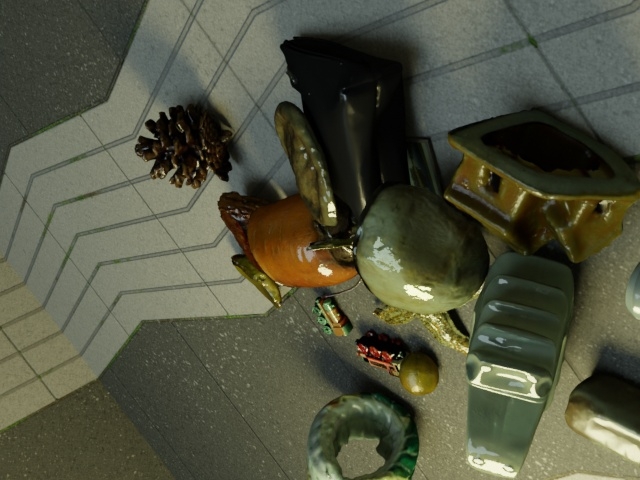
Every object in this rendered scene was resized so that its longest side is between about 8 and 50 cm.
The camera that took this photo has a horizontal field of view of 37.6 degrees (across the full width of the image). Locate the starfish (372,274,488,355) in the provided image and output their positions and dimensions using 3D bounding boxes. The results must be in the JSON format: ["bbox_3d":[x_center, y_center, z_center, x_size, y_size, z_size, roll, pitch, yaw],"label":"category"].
[{"bbox_3d":[0.191,0.090,1.848,0.347,0.078,0.357,25,139,36],"label":"starfish"}]

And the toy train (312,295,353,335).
[{"bbox_3d":[0.025,0.172,2.139,0.064,0.044,0.103,-6,120,48],"label":"toy train"}]

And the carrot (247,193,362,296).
[{"bbox_3d":[0.000,0.000,1.855,0.193,0.214,0.331,16,160,-37],"label":"carrot"}]

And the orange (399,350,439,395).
[{"bbox_3d":[0.209,0.283,2.001,0.085,0.085,0.095,4,111,47],"label":"orange"}]

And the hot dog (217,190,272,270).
[{"bbox_3d":[-0.143,-0.025,2.078,0.160,0.099,0.227,25,150,32],"label":"hot dog"}]

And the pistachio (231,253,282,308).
[{"bbox_3d":[-0.143,0.087,2.242,0.173,0.049,0.089,44,169,6],"label":"pistachio"}]

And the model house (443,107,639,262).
[{"bbox_3d":[0.327,-0.056,1.451,0.268,0.173,0.239,37,144,23],"label":"model house"}]

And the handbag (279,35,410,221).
[{"bbox_3d":[0.036,-0.207,1.674,0.288,0.152,0.342,39,148,42],"label":"handbag"}]

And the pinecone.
[{"bbox_3d":[-0.299,-0.201,2.036,0.212,0.169,0.185,-1,108,34],"label":"pinecone"}]

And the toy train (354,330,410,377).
[{"bbox_3d":[0.138,0.253,2.082,0.138,0.050,0.087,11,134,43],"label":"toy train"}]

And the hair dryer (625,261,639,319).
[{"bbox_3d":[0.542,-0.022,1.334,0.173,0.107,0.357,18,126,37],"label":"hair dryer"}]

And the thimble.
[{"bbox_3d":[0.095,0.496,2.156,0.254,0.288,0.167,6,137,5],"label":"thimble"}]

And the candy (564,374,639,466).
[{"bbox_3d":[0.546,0.321,1.630,0.234,0.104,0.102,29,140,28],"label":"candy"}]

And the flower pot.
[{"bbox_3d":[0.333,0.217,1.624,0.165,0.254,0.367,11,136,14],"label":"flower pot"}]

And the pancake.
[{"bbox_3d":[-0.029,-0.134,1.675,0.222,0.042,0.236,-129,21,-58],"label":"pancake"}]

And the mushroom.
[{"bbox_3d":[0.183,0.030,1.599,0.164,0.189,0.267,17,144,38],"label":"mushroom"}]

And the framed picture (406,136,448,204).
[{"bbox_3d":[0.173,-0.123,1.709,0.109,0.011,0.149,9,130,44],"label":"framed picture"}]
